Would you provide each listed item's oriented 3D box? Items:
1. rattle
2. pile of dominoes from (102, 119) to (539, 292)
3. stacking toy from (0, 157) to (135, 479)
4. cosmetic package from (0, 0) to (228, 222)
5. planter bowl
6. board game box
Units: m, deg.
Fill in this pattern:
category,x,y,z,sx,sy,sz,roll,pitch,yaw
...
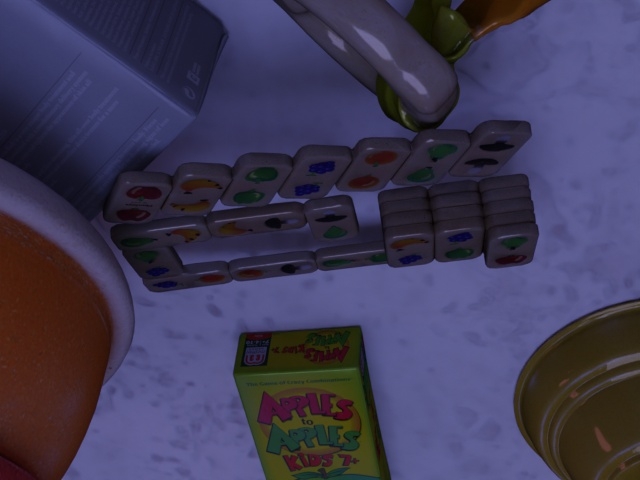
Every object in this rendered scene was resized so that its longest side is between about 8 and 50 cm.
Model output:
category,x,y,z,sx,sy,sz,roll,pitch,yaw
rattle,0.019,-0.162,0.579,0.199,0.130,0.143,44,108,8
pile of dominoes,0.000,0.000,0.657,0.251,0.040,0.196,-8,161,3
stacking toy,-0.270,0.205,0.517,0.350,0.480,0.351,-3,147,-2
cosmetic package,-0.185,-0.125,0.605,0.238,0.107,0.127,39,125,-22
planter bowl,0.251,0.149,0.802,0.217,0.090,0.217,3,131,4
board game box,-0.002,0.147,0.858,0.092,0.043,0.181,-4,130,10
